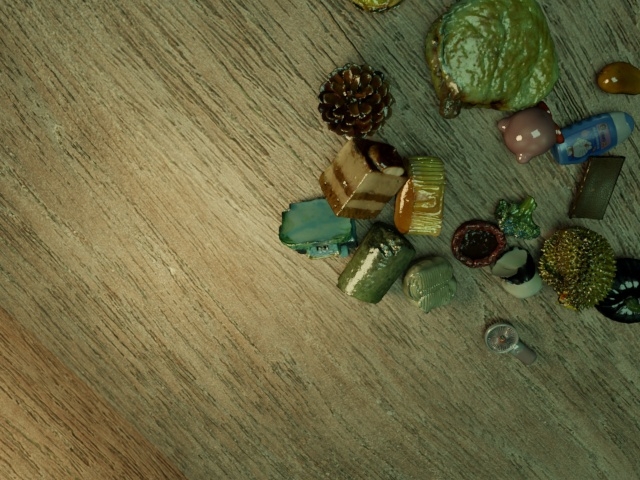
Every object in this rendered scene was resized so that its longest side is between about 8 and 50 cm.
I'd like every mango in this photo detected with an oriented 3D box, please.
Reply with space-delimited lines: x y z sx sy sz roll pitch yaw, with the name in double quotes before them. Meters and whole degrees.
"mango" 0.990 -0.532 1.676 0.159 0.084 0.105 8 94 -20

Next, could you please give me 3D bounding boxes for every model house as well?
"model house" 0.000 0.000 1.864 0.261 0.225 0.241 -7 138 8

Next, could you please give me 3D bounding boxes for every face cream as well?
"face cream" 0.933 -0.353 1.736 0.264 0.083 0.149 -22 117 10

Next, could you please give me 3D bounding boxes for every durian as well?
"durian" 0.915 0.093 1.791 0.258 0.258 0.292 4 66 2

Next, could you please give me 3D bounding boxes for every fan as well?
"fan" 0.756 0.410 2.011 0.244 0.074 0.130 36 107 -9

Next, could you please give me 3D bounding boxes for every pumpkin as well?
"pumpkin" 1.111 0.194 1.828 0.248 0.248 0.248 1 109 3

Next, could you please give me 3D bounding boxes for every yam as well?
"yam" 0.210 0.087 1.876 0.195 0.195 0.300 30 109 -7

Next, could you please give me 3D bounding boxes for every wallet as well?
"wallet" 0.971 -0.185 1.791 0.133 0.039 0.243 -1 122 -5

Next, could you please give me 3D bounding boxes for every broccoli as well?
"broccoli" 0.712 -0.084 1.813 0.155 0.167 0.160 30 109 -33

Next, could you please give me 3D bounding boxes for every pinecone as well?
"pinecone" 0.108 -0.464 1.668 0.264 0.264 0.264 1 109 3

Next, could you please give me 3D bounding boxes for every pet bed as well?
"pet bed" 0.587 0.014 1.897 0.201 0.053 0.201 4 112 9

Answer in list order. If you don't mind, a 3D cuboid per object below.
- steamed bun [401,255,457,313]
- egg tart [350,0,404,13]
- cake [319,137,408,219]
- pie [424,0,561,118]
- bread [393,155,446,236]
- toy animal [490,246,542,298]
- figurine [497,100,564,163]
"steamed bun" 0.395 0.155 1.915 0.218 0.144 0.211 -22 118 -21
"egg tart" 0.181 -0.869 1.606 0.279 0.095 0.278 1 114 2
"cake" 0.151 -0.229 1.703 0.196 0.198 0.293 5 138 -34
"pie" 0.557 -0.604 1.631 0.418 0.180 0.395 -12 108 0
"bread" 0.334 -0.151 1.778 0.156 0.204 0.288 -1 114 -3
"toy animal" 0.732 0.133 1.889 0.166 0.138 0.179 -34 112 7
"figurine" 0.703 -0.360 1.704 0.173 0.173 0.173 1 109 3
